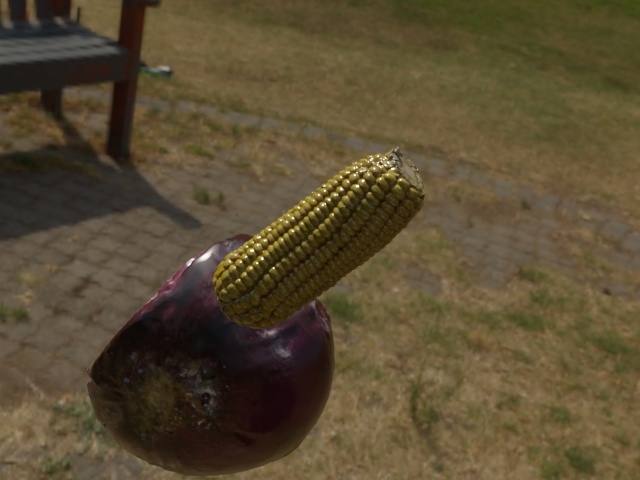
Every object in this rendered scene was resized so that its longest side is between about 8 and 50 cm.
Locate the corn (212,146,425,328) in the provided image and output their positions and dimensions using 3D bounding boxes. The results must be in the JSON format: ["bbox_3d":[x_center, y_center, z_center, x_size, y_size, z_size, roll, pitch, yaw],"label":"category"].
[{"bbox_3d":[0.000,0.000,0.376,0.037,0.092,0.037,48,14,-17],"label":"corn"}]

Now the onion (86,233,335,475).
[{"bbox_3d":[-0.120,0.172,1.264,0.260,0.337,0.282,43,20,4],"label":"onion"}]
